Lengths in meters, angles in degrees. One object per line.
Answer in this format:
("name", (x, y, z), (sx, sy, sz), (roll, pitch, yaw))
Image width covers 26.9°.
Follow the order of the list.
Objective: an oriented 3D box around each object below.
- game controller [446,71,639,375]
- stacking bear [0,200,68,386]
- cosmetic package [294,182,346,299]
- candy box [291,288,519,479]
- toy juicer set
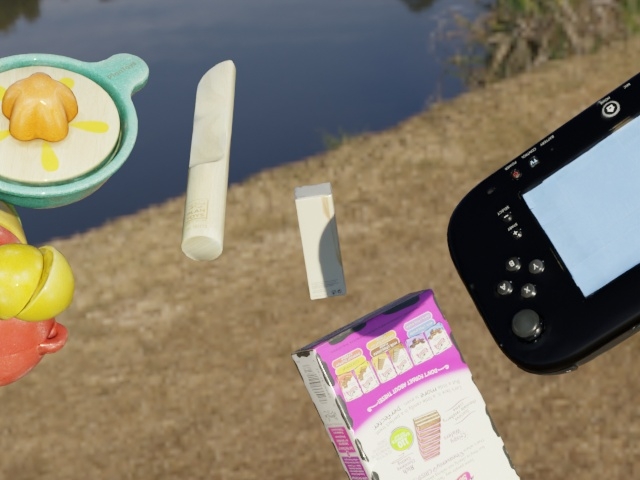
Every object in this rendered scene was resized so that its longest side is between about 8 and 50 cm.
("game controller", (0.242, -0.041, 0.950), (0.319, 0.166, 0.067), (-35, -26, 13))
("stacking bear", (-0.317, 0.014, 1.139), (0.175, 0.164, 0.289), (-9, 36, -33))
("cosmetic package", (0.000, 0.000, 1.455), (0.041, 0.115, 0.060), (-8, 17, 1))
("candy box", (0.091, 0.190, 1.440), (0.159, 0.233, 0.071), (-25, 1, -24))
("toy juicer set", (-0.182, -0.049, 0.916), (0.329, 0.089, 0.209), (-10, 54, -19))
